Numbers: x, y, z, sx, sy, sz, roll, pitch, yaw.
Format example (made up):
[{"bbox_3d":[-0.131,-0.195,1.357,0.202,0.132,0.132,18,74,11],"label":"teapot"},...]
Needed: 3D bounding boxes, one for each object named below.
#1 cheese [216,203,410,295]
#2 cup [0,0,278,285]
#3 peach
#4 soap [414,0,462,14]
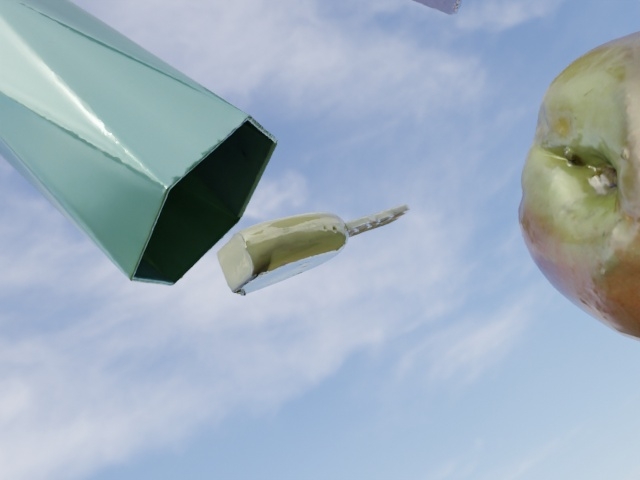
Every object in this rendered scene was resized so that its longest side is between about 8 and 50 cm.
[{"bbox_3d":[0.000,0.000,0.883,0.256,0.050,0.127,-17,-14,-40],"label":"cheese"},{"bbox_3d":[-0.168,-0.088,0.577,0.134,0.236,0.148,-55,-10,-1],"label":"cup"},{"bbox_3d":[0.257,-0.043,0.542,0.236,0.214,0.214,-8,-39,-25],"label":"peach"},{"bbox_3d":[0.101,-0.425,0.990,0.128,0.233,0.359,-64,-6,-3],"label":"soap"}]
